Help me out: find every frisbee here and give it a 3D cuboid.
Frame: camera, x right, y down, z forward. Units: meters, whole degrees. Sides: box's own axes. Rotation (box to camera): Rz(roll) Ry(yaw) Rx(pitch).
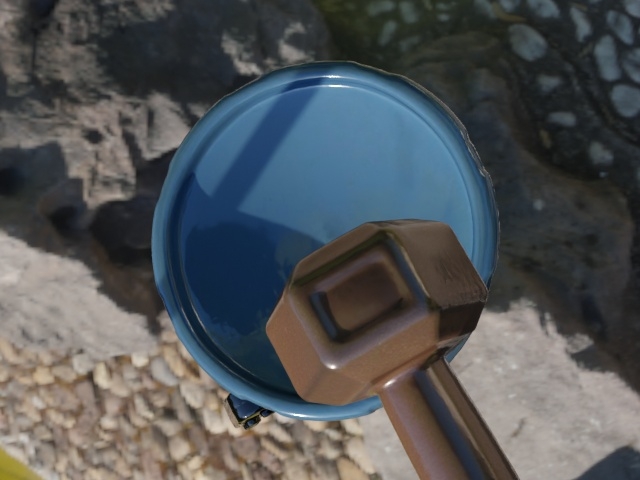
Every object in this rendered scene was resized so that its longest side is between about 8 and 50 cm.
[{"bbox_3d":[0.002,0.000,0.923,0.289,0.049,0.289,-1,86,18],"label":"frisbee"}]

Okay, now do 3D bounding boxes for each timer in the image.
[{"bbox_3d":[-0.023,0.121,1.059,0.055,0.144,0.187,62,170,7],"label":"timer"}]

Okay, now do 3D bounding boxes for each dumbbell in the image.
[{"bbox_3d":[0.062,0.100,0.455,0.092,0.082,0.231,-31,74,3],"label":"dumbbell"}]
